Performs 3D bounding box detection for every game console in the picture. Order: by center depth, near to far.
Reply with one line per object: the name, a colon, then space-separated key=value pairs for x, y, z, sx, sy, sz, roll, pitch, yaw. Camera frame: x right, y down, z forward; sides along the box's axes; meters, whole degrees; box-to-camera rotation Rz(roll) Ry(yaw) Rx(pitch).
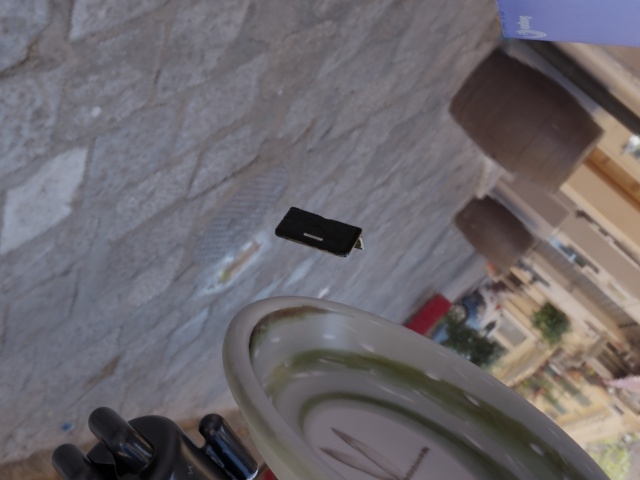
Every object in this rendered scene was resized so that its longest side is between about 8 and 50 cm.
game console: x=0.000 y=0.000 z=1.335 sx=0.107 sy=0.122 sz=0.071 roll=-57 pitch=160 yaw=-48

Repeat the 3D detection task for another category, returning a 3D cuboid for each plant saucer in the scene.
plant saucer: x=0.083 y=0.194 z=0.741 sx=0.101 sy=0.400 sz=0.400 roll=-62 pitch=165 yaw=16

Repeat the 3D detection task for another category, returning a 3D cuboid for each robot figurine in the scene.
robot figurine: x=-0.190 y=0.322 z=1.014 sx=0.209 sy=0.278 sz=0.174 roll=-27 pitch=-150 yaw=16

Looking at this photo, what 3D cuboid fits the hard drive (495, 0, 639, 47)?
hard drive: x=0.273 y=-0.153 z=0.533 sx=0.210 sy=0.318 sz=0.040 roll=-6 pitch=103 yaw=-75
